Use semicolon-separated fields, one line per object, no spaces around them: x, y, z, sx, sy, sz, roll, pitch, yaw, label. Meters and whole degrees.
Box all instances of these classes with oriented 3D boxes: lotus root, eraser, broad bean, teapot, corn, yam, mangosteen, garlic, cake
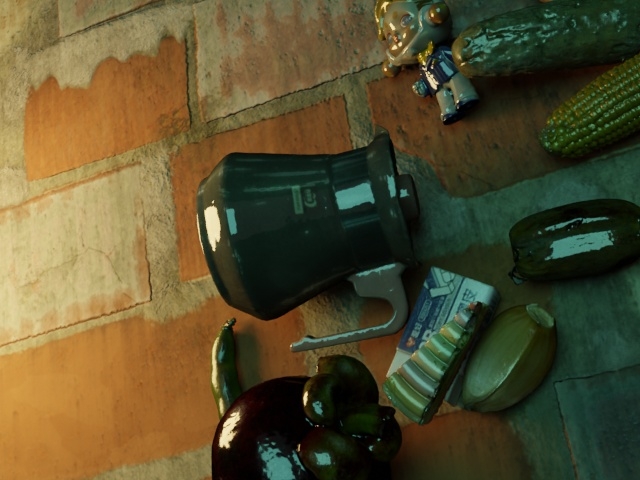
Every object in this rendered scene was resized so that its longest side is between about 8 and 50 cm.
0.424;-0.001;1.821;0.241;0.123;0.124;-11;96;16;lotus root
0.210;0.162;1.883;0.125;0.068;0.210;20;80;27;eraser
-0.168;0.264;2.020;0.065;0.046;0.254;-13;65;5;broad bean
0.000;0.000;1.926;0.362;0.305;0.376;-14;86;11;teapot
0.519;-0.238;1.875;0.322;0.119;0.119;-32;62;15;corn
0.393;-0.349;1.925;0.330;0.133;0.133;-11;66;1;yam
-0.009;0.343;1.764;0.347;0.307;0.307;-50;57;28;mangosteen
0.307;0.204;1.802;0.206;0.115;0.128;-54;22;-6;garlic
0.187;0.182;1.785;0.090;0.109;0.225;29;88;21;cake

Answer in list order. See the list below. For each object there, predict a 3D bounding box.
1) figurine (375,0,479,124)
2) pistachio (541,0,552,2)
0.209;-0.354;2.042;0.274;0.133;0.193;47;136;33;figurine
0.463;-0.475;1.979;0.201;0.117;0.145;5;48;20;pistachio
